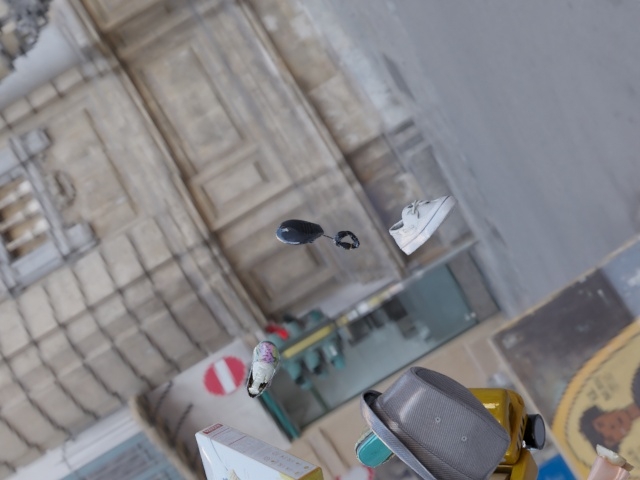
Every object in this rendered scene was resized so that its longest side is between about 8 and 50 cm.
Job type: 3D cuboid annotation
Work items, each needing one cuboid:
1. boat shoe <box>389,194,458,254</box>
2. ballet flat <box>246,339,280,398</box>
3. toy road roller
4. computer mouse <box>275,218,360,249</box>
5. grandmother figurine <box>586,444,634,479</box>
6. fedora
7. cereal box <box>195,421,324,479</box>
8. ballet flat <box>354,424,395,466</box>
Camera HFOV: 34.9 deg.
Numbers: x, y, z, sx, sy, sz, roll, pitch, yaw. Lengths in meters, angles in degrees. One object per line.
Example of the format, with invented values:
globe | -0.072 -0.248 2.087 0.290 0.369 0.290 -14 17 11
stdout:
boat shoe | 0.233 -0.052 2.372 0.088 0.096 0.267 42 158 1
ballet flat | -0.151 0.342 2.607 0.077 0.079 0.221 21 143 2
toy road roller | 0.421 0.516 2.565 0.240 0.202 0.329 58 -140 -36
computer mouse | 0.000 0.000 2.142 0.242 0.071 0.041 11 -127 -44
grandmother figurine | 0.590 0.637 2.313 0.104 0.342 0.208 23 170 48
fedora | 0.196 0.293 1.578 0.275 0.124 0.244 39 -173 4
cereal box | -0.073 0.359 1.391 0.240 0.047 0.173 9 116 50
ballet flat | 0.214 0.425 2.489 0.123 0.348 0.123 32 -149 -22
